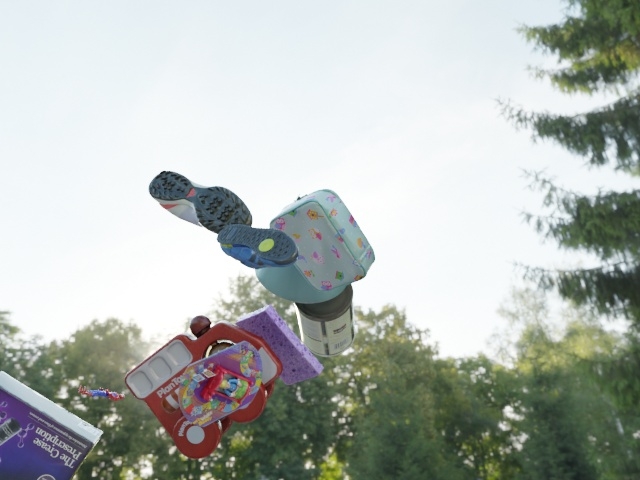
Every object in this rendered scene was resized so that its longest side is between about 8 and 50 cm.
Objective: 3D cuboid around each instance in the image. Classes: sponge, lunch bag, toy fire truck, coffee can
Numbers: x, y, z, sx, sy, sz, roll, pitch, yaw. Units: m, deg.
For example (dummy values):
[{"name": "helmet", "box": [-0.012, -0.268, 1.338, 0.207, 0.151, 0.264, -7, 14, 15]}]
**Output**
[{"name": "sponge", "box": [-0.100, 0.252, 1.372, 0.117, 0.031, 0.210, -28, -75, 39]}, {"name": "lunch bag", "box": [0.000, 0.000, 1.580, 0.224, 0.108, 0.279, -23, -73, 39]}, {"name": "toy fire truck", "box": [-0.253, 0.308, 1.276, 0.302, 0.253, 0.169, -39, -2, 2]}, {"name": "coffee can", "box": [0.018, 0.255, 1.990, 0.202, 0.201, 0.275, -7, -38, 0]}]

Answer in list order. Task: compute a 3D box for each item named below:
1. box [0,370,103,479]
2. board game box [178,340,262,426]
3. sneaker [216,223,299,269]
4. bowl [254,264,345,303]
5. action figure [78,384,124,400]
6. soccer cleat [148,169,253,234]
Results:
[{"name": "box", "box": [-0.630, 0.427, 1.200, 0.261, 0.184, 0.103, 33, -8, -5]}, {"name": "board game box", "box": [-0.165, 0.261, 1.012, 0.169, 0.133, 0.033, -19, 25, -33]}, {"name": "sneaker", "box": [-0.112, 0.023, 1.115, 0.210, 0.069, 0.082, 12, -37, 40]}, {"name": "bowl", "box": [-0.049, 0.036, 1.818, 0.312, 0.311, 0.163, 0, -50, -14]}, {"name": "action figure", "box": [-0.541, 0.381, 1.427, 0.038, 0.030, 0.115, -5, -27, 42]}, {"name": "soccer cleat", "box": [-0.274, -0.074, 1.373, 0.318, 0.108, 0.116, 23, -19, 29]}]
